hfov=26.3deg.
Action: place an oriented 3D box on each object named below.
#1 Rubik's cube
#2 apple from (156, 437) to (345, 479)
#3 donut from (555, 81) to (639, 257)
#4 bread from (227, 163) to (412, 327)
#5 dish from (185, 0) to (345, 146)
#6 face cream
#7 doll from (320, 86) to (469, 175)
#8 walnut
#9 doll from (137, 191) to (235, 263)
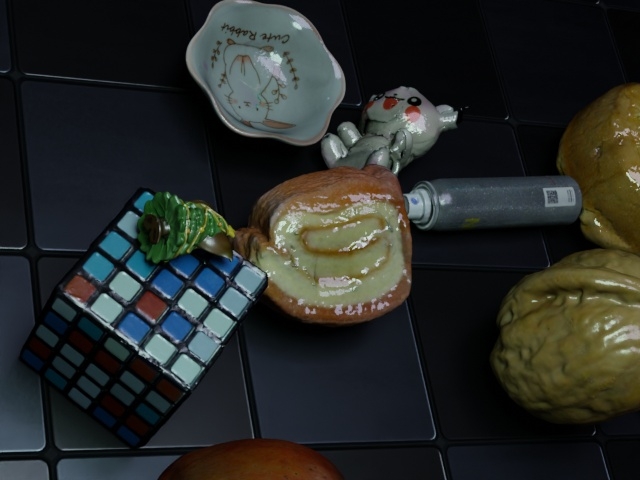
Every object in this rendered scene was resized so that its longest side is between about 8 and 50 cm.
[{"bbox_3d":[-0.197,0.089,1.527,0.184,0.187,0.182,36,53,-1],"label":"Rubik's cube"},{"bbox_3d":[-0.069,0.313,1.442,0.234,0.234,0.234,13,57,-20],"label":"apple"},{"bbox_3d":[0.506,-0.094,2.022,0.317,0.150,0.299,-21,72,-36],"label":"donut"},{"bbox_3d":[0.001,0.013,1.696,0.244,0.123,0.190,-13,97,-20],"label":"bread"},{"bbox_3d":[-0.083,-0.211,1.832,0.229,0.081,0.229,12,61,-23],"label":"dish"},{"bbox_3d":[0.234,-0.052,1.903,0.283,0.073,0.073,-3,63,-29],"label":"face cream"},{"bbox_3d":[0.094,-0.136,1.860,0.192,0.149,0.095,-48,131,-31],"label":"doll"},{"bbox_3d":[0.348,0.125,1.745,0.257,0.257,0.224,31,51,-8],"label":"walnut"},{"bbox_3d":[-0.132,-0.020,1.460,0.113,0.077,0.078,-10,56,-32],"label":"doll"}]
